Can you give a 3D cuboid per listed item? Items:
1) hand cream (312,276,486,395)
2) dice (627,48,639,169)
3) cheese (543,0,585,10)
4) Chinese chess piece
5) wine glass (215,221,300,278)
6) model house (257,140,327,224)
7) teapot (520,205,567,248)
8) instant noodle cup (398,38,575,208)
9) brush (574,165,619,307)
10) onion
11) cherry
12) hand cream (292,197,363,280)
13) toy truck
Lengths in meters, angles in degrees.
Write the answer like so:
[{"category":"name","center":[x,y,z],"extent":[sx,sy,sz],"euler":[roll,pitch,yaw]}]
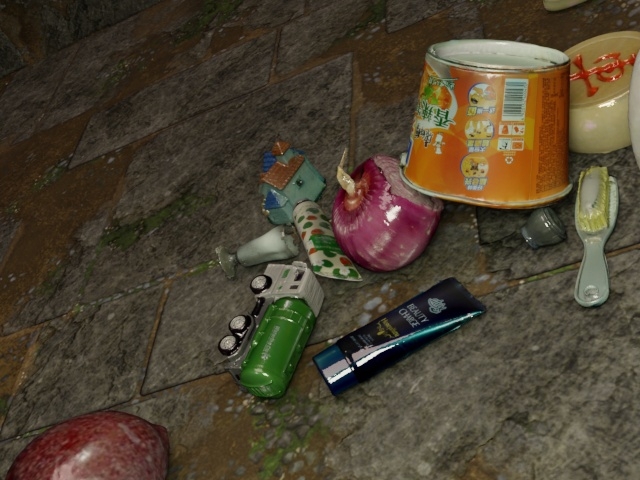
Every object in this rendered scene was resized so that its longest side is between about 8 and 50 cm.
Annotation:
[{"category":"hand cream","center":[0.120,0.148,1.403],"extent":[0.271,0.061,0.120],"euler":[-28,29,-7]},{"category":"dice","center":[0.606,-0.198,1.258],"extent":[0.259,0.251,0.243],"euler":[6,50,42]},{"category":"cheese","center":[0.572,-0.537,1.898],"extent":[0.192,0.037,0.097],"euler":[-4,44,36]},{"category":"Chinese chess piece","center":[0.496,-0.262,1.564],"extent":[0.251,0.097,0.250],"euler":[-22,35,16]},{"category":"wine glass","center":[-0.121,0.019,1.732],"extent":[0.155,0.072,0.072],"euler":[-19,36,22]},{"category":"model house","center":[-0.080,-0.131,1.818],"extent":[0.119,0.148,0.148],"euler":[3,45,42]},{"category":"teapot","center":[0.352,-0.021,1.420],"extent":[0.057,0.066,0.088],"euler":[-37,8,25]},{"category":"instant noodle cup","center":[0.281,-0.200,1.453],"extent":[0.296,0.214,0.296],"euler":[2,23,-1]},{"category":"brush","center":[0.415,-0.023,1.364],"extent":[0.068,0.060,0.296],"euler":[-9,40,27]},{"category":"onion","center":[0.105,-0.036,1.537],"extent":[0.200,0.200,0.207],"euler":[-41,55,-12]},{"category":"cherry","center":[-0.352,0.374,1.366],"extent":[0.230,0.203,0.300],"euler":[5,35,45]},{"category":"hand cream","center":[0.000,0.000,1.661],"extent":[0.276,0.095,0.059],"euler":[-118,42,-57]},{"category":"toy truck","center":[-0.075,0.152,1.507],"extent":[0.125,0.101,0.242],"euler":[-2,47,31]}]
